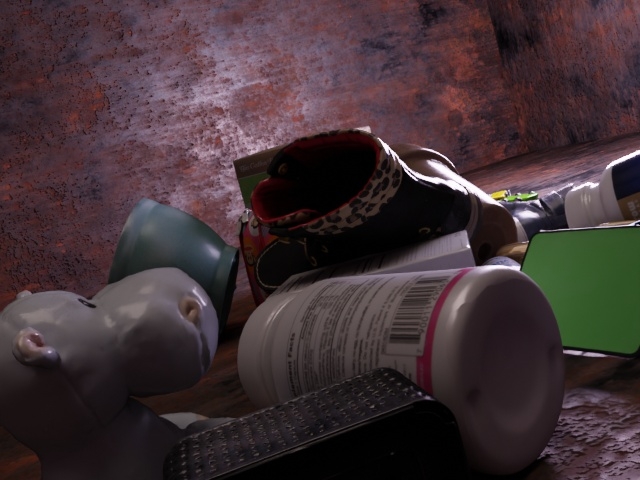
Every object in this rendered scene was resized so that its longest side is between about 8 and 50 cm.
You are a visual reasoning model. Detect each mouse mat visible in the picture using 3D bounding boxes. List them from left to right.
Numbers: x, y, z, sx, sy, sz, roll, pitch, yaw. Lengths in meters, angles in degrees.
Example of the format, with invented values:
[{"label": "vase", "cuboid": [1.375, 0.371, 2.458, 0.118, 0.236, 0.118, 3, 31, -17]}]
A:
[{"label": "mouse mat", "cuboid": [0.292, 0.052, 0.744, 0.007, 0.153, 0.189, 31, -17, -26]}]

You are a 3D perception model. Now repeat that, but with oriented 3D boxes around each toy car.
[{"label": "toy car", "cuboid": [0.461, -0.084, 1.695, 0.239, 0.053, 0.225, -21, 9, -31]}]

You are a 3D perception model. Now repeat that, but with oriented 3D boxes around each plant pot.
[{"label": "plant pot", "cuboid": [-0.264, 0.081, 1.254, 0.196, 0.293, 0.293, 10, 7, -1]}, {"label": "plant pot", "cuboid": [0.191, -0.016, 1.090, 0.263, 0.263, 0.229, -20, 25, -28]}]

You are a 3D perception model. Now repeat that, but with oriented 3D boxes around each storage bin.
[{"label": "storage bin", "cuboid": [0.000, 0.170, 0.419, 0.180, 0.122, 0.084, -17, 6, -11]}]

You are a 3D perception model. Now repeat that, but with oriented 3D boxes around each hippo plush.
[{"label": "hippo plush", "cuboid": [-0.179, 0.146, 0.538, 0.294, 0.237, 0.234, -19, 8, -24]}]

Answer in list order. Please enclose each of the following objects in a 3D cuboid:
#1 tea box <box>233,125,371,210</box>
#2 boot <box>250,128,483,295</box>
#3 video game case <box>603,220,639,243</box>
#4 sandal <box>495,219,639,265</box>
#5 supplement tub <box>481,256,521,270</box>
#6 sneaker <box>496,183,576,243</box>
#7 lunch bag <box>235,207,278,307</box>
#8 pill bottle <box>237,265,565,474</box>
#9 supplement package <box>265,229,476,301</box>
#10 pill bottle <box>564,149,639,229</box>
[{"label": "tea box", "cuboid": [0.005, -0.070, 1.494, 0.219, 0.324, 0.329, -13, 8, 24]}, {"label": "boot", "cuboid": [0.004, -0.021, 0.913, 0.377, 0.138, 0.284, -16, -20, 29]}, {"label": "video game case", "cuboid": [0.400, 0.016, 0.820, 0.166, 0.119, 0.015, -19, 44, -22]}, {"label": "sandal", "cuboid": [0.360, 0.040, 0.927, 0.240, 0.088, 0.079, -11, 41, 33]}, {"label": "supplement tub", "cuboid": [0.256, 0.063, 0.905, 0.070, 0.071, 0.107, -15, 6, 4]}, {"label": "sneaker", "cuboid": [0.432, -0.056, 1.333, 0.163, 0.086, 0.226, -26, 16, 4]}, {"label": "lunch bag", "cuboid": [0.000, 0.000, 1.210, 0.293, 0.258, 0.120, -19, 9, -31]}, {"label": "pill bottle", "cuboid": [0.057, 0.110, 0.607, 0.160, 0.161, 0.283, -22, 9, -40]}, {"label": "supplement package", "cuboid": [0.078, 0.091, 0.810, 0.244, 0.139, 0.134, -16, 6, 13]}, {"label": "pill bottle", "cuboid": [0.495, -0.064, 0.931, 0.264, 0.153, 0.153, -27, -2, 42]}]
